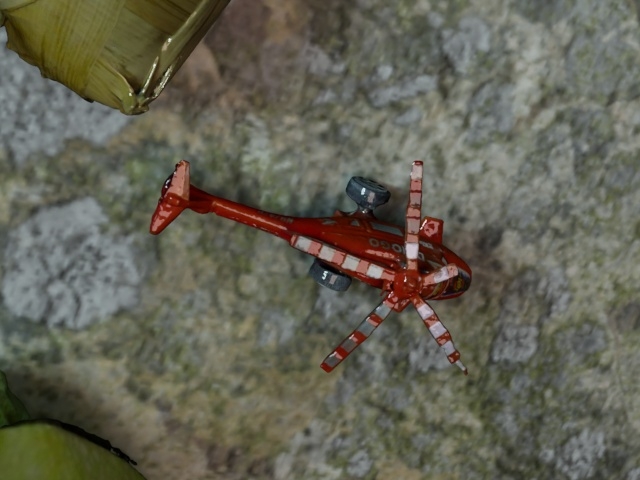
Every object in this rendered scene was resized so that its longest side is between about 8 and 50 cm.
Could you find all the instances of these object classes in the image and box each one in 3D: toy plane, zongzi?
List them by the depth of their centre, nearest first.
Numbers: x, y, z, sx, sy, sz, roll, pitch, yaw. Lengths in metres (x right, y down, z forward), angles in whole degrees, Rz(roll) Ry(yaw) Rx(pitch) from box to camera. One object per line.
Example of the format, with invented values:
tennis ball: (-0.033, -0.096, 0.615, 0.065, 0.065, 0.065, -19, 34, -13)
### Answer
zongzi: (-0.106, -0.179, 0.633, 0.197, 0.099, 0.194, 39, 95, -27)
toy plane: (-0.002, 0.007, 0.786, 0.194, 0.077, 0.126, -2, 112, -15)

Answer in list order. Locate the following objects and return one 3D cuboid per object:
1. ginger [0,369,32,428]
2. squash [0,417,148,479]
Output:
ginger: (-0.280, 0.086, 0.689, 0.290, 0.089, 0.137, 27, 94, -31)
squash: (-0.170, 0.175, 0.770, 0.237, 0.204, 0.155, -15, 87, -26)
